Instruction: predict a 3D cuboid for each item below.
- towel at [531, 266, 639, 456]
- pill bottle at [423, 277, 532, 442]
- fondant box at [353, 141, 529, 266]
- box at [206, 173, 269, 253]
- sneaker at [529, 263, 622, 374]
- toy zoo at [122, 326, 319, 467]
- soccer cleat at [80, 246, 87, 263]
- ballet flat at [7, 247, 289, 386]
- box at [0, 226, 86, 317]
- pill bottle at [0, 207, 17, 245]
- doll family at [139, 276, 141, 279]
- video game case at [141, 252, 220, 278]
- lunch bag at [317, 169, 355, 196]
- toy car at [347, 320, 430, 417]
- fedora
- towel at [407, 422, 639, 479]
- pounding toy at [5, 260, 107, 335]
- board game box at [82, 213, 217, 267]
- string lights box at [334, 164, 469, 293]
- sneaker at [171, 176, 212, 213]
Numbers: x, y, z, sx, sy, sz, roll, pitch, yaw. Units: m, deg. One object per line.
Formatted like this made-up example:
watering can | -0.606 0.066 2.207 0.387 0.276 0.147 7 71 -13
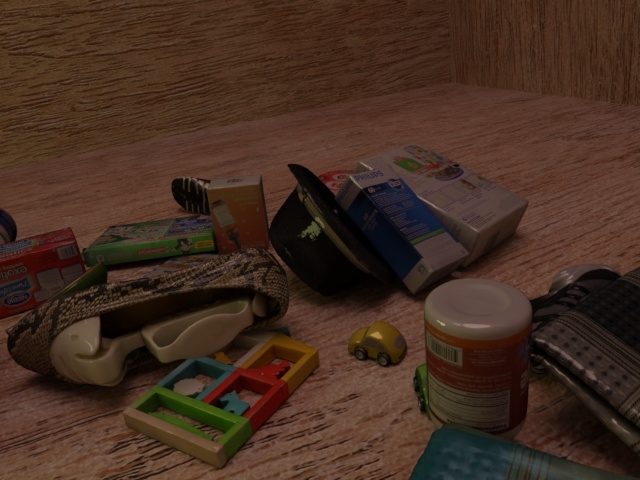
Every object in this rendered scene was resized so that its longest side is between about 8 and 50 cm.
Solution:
towel | 0.469 0.177 0.681 0.312 0.056 0.324 -20 46 -32
pill bottle | 0.189 0.165 0.664 0.121 0.216 0.121 -6 24 3
fondant box | 0.269 -0.098 1.257 0.330 0.096 0.238 37 41 29
box | -0.200 -0.066 1.362 0.130 0.171 0.091 -7 22 -1
sneaker | 0.396 0.129 0.844 0.268 0.101 0.153 -20 27 -15
toy zoo | -0.134 0.217 0.867 0.192 0.030 0.293 8 28 32
soccer cleat | -0.599 0.030 1.421 0.029 0.036 0.083 2 25 20
ballet flat | -0.279 0.142 0.897 0.482 0.164 0.182 -17 32 -9
box | -0.665 0.075 1.218 0.256 0.128 0.122 -18 26 -23
pill bottle | -0.874 0.011 1.394 0.153 0.153 0.265 -14 24 -15
doll family | -0.319 0.121 1.074 0.192 0.076 0.111 10 20 -18
video game case | -0.329 0.069 1.283 0.119 0.015 0.166 4 26 25
lunch bag | 0.097 -0.099 1.418 0.258 0.120 0.293 2 24 18
toy car | 0.166 0.179 0.841 0.238 0.053 0.225 -7 23 0
fedora | 0.000 0.000 1.132 0.152 0.334 0.334 -42 22 10
towel | 0.157 0.333 0.453 0.271 0.040 0.370 8 38 32
pounding toy | -0.484 0.146 1.077 0.236 0.110 0.183 -24 17 44
board game box | -0.421 -0.007 1.425 0.317 0.046 0.213 -7 19 0
string lights box | 0.162 -0.031 1.108 0.133 0.077 0.260 -18 61 -41
sneaker | -0.307 -0.145 1.686 0.281 0.107 0.162 15 24 22
